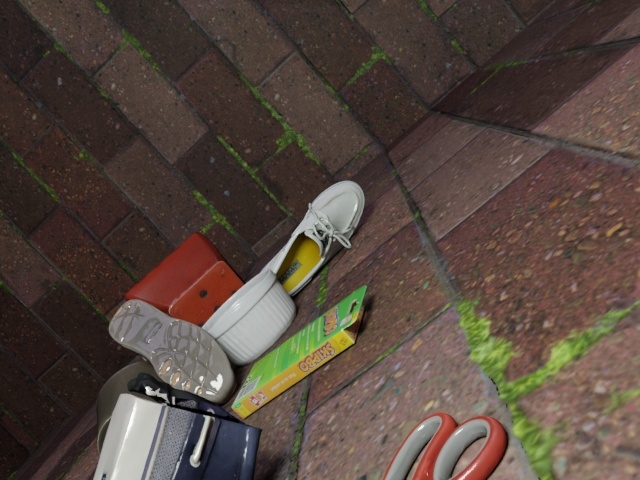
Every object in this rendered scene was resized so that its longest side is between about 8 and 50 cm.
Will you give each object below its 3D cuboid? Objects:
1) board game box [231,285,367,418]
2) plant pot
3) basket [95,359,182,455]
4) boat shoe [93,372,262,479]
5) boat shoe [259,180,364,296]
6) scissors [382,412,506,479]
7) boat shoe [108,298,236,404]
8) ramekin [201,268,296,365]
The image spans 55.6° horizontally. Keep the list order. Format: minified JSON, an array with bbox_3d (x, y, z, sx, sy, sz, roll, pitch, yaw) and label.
[{"bbox_3d":[-0.025,0.172,0.946,0.259,0.039,0.124,-41,8,24],"label":"board game box"},{"bbox_3d":[-0.298,0.162,1.567,0.267,0.267,0.236,-45,20,-18],"label":"plant pot"},{"bbox_3d":[-0.351,0.344,1.184,0.205,0.154,0.227,-25,11,-9],"label":"basket"},{"bbox_3d":[-0.164,0.318,0.604,0.127,0.158,0.340,-19,52,59],"label":"boat shoe"},{"bbox_3d":[-0.007,-0.005,1.437,0.367,0.136,0.156,-47,9,-14],"label":"boat shoe"},{"bbox_3d":[0.044,0.228,0.404,0.109,0.021,0.297,-29,16,49],"label":"scissors"},{"bbox_3d":[-0.277,0.221,1.196,0.324,0.116,0.123,29,70,33],"label":"boat shoe"},{"bbox_3d":[-0.146,0.167,1.274,0.207,0.109,0.207,-41,8,7],"label":"ramekin"}]
